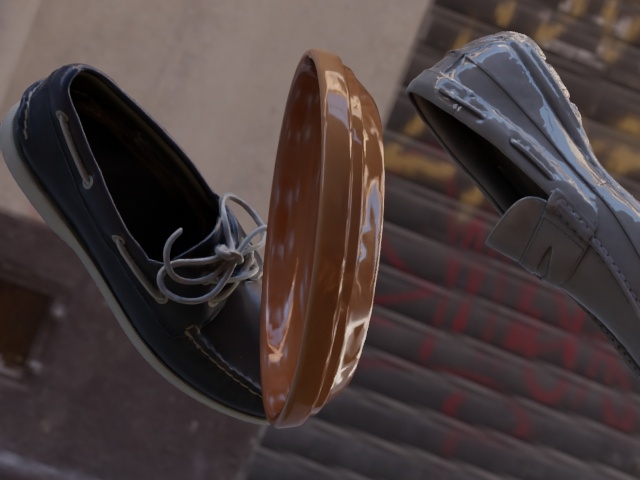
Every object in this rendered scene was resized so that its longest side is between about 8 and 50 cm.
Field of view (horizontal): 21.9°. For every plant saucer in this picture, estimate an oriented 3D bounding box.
[{"bbox_3d":[0.000,0.000,0.868,0.037,0.200,0.200,6,6,-8],"label":"plant saucer"}]

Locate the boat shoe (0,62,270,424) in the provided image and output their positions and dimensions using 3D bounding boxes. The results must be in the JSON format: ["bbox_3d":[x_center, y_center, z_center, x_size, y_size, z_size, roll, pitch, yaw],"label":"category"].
[{"bbox_3d":[-0.082,0.002,0.981,0.254,0.095,0.079,54,-39,-7],"label":"boat shoe"}]

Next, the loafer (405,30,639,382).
[{"bbox_3d":[0.177,-0.012,1.248,0.319,0.111,0.112,58,-18,21],"label":"loafer"}]
